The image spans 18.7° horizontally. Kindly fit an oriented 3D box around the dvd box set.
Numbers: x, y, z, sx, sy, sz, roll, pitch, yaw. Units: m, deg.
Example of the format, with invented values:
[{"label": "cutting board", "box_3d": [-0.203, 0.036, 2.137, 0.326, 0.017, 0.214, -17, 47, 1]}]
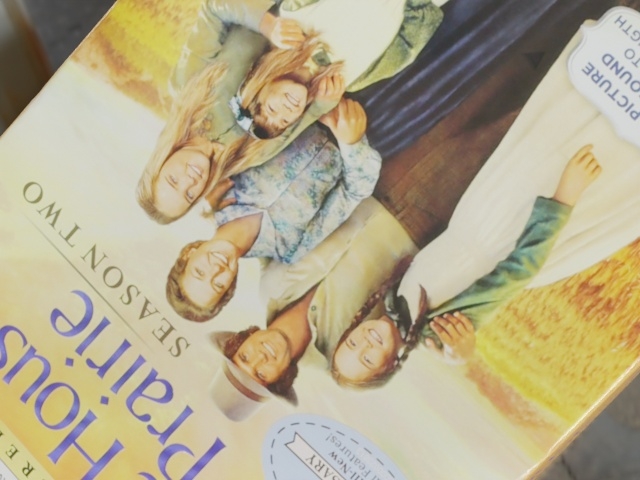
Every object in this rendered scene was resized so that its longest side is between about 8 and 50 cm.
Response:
[{"label": "dvd box set", "box_3d": [0.000, 0.000, 0.929, 0.307, 0.062, 0.420, 46, 104, 12]}]
